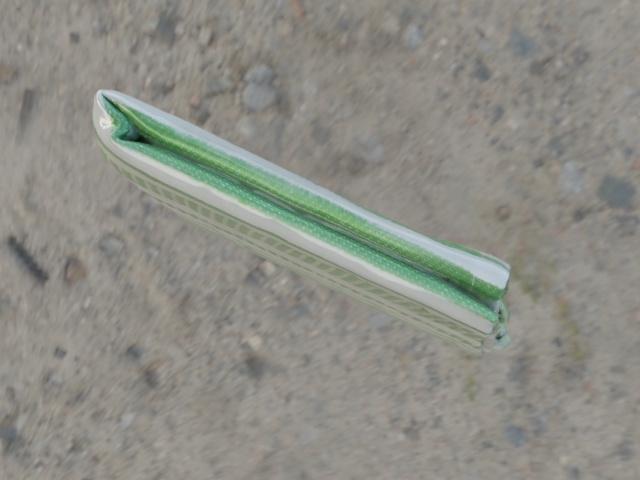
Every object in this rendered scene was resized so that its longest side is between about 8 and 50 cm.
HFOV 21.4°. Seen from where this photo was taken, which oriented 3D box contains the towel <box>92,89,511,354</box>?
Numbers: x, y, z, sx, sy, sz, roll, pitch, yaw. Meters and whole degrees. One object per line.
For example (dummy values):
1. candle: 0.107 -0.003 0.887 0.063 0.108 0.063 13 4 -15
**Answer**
1. towel: 0.000 0.000 0.986 0.247 0.325 0.038 24 86 8
